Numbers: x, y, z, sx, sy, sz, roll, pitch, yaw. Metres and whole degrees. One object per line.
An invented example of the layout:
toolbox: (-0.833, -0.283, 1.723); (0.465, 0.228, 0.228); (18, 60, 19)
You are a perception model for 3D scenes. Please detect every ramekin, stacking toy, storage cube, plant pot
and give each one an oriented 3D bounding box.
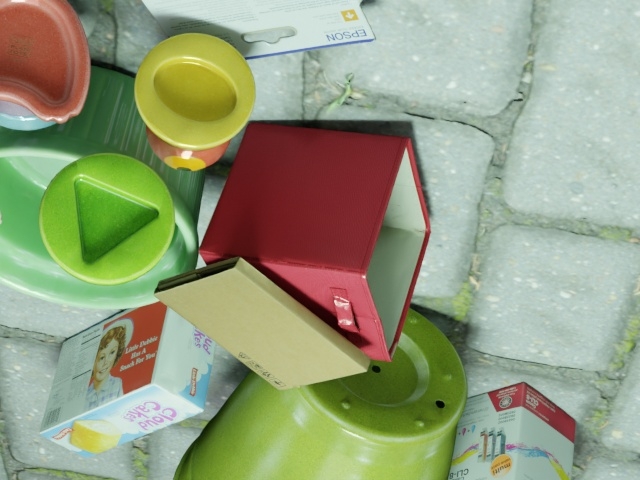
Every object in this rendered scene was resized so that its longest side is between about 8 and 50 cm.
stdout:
ramekin: (-0.274, -0.064, 1.831); (0.303, 0.148, 0.303); (7, 146, 5)
stacking toy: (-0.246, -0.095, 1.633); (0.309, 0.279, 0.130); (20, 164, -2)
storage cube: (0.000, 0.000, 1.802); (0.193, 0.215, 0.183); (7, 147, 18)
plant pot: (0.022, 0.267, 2.093); (0.366, 0.366, 0.353); (16, 134, -8)

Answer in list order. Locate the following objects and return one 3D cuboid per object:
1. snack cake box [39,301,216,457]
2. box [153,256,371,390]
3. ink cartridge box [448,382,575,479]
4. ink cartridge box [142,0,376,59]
snack cake box: (-0.258, 0.181, 2.182); (0.089, 0.152, 0.264); (33, 141, -30)
box: (-0.065, 0.095, 1.771); (0.201, 0.021, 0.164); (40, 147, -24)
ink cartridge box: (0.258, 0.311, 2.204); (0.128, 0.176, 0.127); (-21, 135, 38)
ink cartridge box: (-0.080, -0.267, 1.574); (0.223, 0.045, 0.224); (-5, 144, 23)
